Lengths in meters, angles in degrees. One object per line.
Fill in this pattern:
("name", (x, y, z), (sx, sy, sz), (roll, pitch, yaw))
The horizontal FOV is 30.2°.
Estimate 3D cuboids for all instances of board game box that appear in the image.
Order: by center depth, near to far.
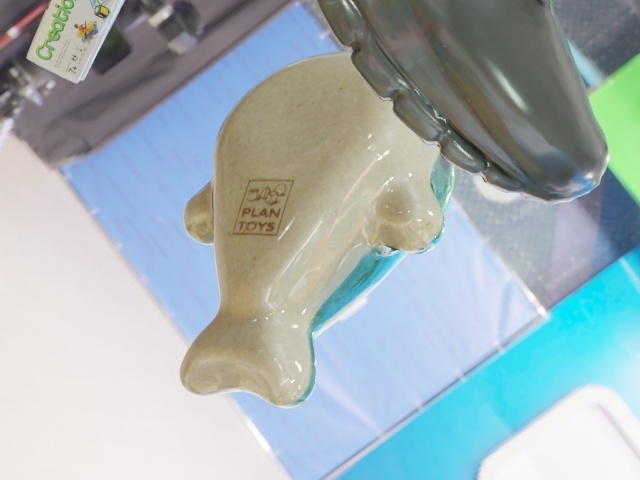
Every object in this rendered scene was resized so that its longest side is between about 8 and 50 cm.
("board game box", (-0.155, -0.291, 1.015), (0.053, 0.193, 0.305), (26, 36, -13))

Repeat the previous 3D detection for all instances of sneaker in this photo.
("sneaker", (0.038, -0.144, 0.395), (0.286, 0.130, 0.109), (59, 14, -15))

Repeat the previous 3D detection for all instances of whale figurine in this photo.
("whale figurine", (0.000, 0.000, 0.841), (0.216, 0.272, 0.141), (1, -29, 34))
